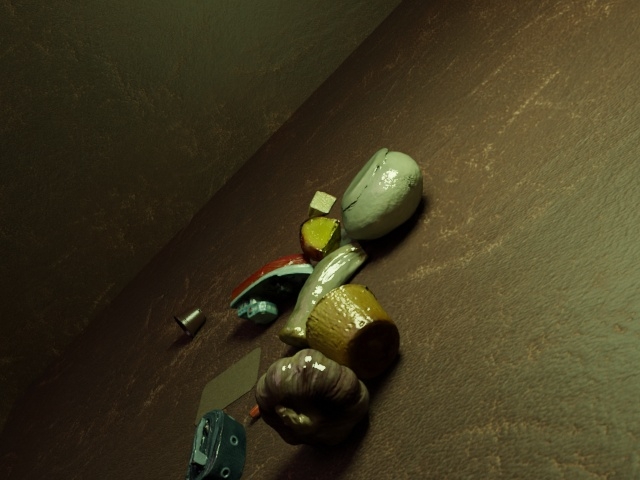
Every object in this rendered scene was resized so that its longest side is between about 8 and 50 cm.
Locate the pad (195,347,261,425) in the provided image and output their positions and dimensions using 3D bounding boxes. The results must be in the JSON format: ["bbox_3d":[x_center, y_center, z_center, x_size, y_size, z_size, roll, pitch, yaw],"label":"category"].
[{"bbox_3d":[-0.279,0.440,1.897,0.266,0.002,0.176,-38,24,22],"label":"pad"}]

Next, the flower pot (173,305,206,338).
[{"bbox_3d":[-0.485,0.300,2.376,0.089,0.111,0.111,-42,20,-22],"label":"flower pot"}]

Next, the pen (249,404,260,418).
[{"bbox_3d":[-0.095,0.378,1.644,0.239,0.028,0.028,-44,23,6],"label":"pen"}]

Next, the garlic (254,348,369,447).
[{"bbox_3d":[-0.022,0.347,1.320,0.245,0.245,0.160,-36,22,25],"label":"garlic"}]

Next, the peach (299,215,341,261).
[{"bbox_3d":[0.002,0.005,1.885,0.127,0.092,0.172,-5,44,-1],"label":"peach"}]

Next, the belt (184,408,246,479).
[{"bbox_3d":[-0.269,0.523,1.582,0.122,0.128,0.218,-37,26,21],"label":"belt"}]

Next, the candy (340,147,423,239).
[{"bbox_3d":[0.177,-0.118,1.778,0.295,0.185,0.295,-56,12,19],"label":"candy"}]

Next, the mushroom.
[{"bbox_3d":[0.009,0.148,1.765,0.122,0.095,0.351,20,67,40],"label":"mushroom"}]

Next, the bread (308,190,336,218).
[{"bbox_3d":[0.001,-0.112,2.286,0.109,0.080,0.084,102,-165,-59],"label":"bread"}]

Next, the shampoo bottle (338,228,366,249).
[{"bbox_3d":[0.086,0.001,1.922,0.080,0.040,0.165,-54,23,-13],"label":"shampoo bottle"}]

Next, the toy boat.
[{"bbox_3d":[-0.135,0.157,1.944,0.332,0.145,0.133,-34,49,32],"label":"toy boat"}]

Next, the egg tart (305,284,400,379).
[{"bbox_3d":[0.085,0.210,1.411,0.202,0.202,0.147,-50,35,-7],"label":"egg tart"}]
